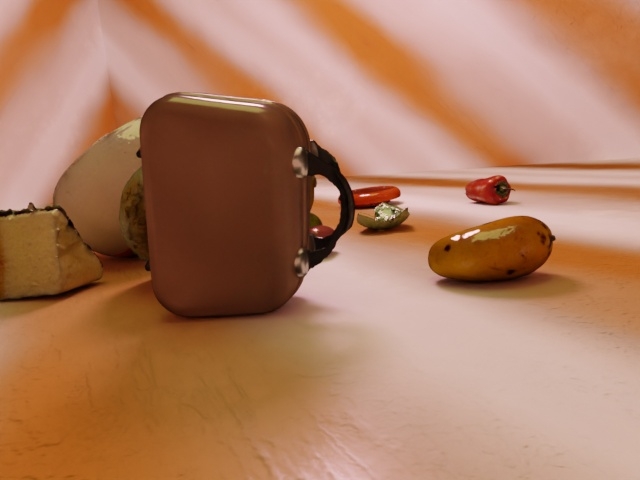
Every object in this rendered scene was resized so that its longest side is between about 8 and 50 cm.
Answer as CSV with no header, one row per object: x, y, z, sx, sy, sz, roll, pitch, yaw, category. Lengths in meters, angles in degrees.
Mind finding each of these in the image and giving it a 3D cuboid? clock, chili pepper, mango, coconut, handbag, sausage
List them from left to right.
-0.093,-0.047,0.760,0.283,0.301,0.149,2,15,9,handbag
0.001,0.000,1.095,0.054,0.059,0.094,12,10,16,sausage
0.158,-0.141,1.808,0.205,0.051,0.205,-6,11,1,clock
0.153,-0.055,1.331,0.133,0.055,0.158,5,16,40,coconut
0.249,0.015,0.812,0.178,0.090,0.115,-9,1,-2,mango
0.492,-0.142,1.573,0.086,0.084,0.192,-41,16,-9,chili pepper

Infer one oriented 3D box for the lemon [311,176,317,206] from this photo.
-0.116,-0.115,1.271,0.219,0.240,0.240,-13,9,7,lemon

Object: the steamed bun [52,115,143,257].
-0.392,-0.105,1.256,0.374,0.241,0.374,-37,0,0,steamed bun

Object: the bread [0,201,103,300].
-0.542,0.043,0.989,0.266,0.141,0.178,-4,-30,16,bread

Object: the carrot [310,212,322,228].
-0.081,0.011,1.065,0.074,0.074,0.358,-1,14,21,carrot

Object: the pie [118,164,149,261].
-0.201,-0.065,0.969,0.296,0.078,0.371,-19,-29,-21,pie
